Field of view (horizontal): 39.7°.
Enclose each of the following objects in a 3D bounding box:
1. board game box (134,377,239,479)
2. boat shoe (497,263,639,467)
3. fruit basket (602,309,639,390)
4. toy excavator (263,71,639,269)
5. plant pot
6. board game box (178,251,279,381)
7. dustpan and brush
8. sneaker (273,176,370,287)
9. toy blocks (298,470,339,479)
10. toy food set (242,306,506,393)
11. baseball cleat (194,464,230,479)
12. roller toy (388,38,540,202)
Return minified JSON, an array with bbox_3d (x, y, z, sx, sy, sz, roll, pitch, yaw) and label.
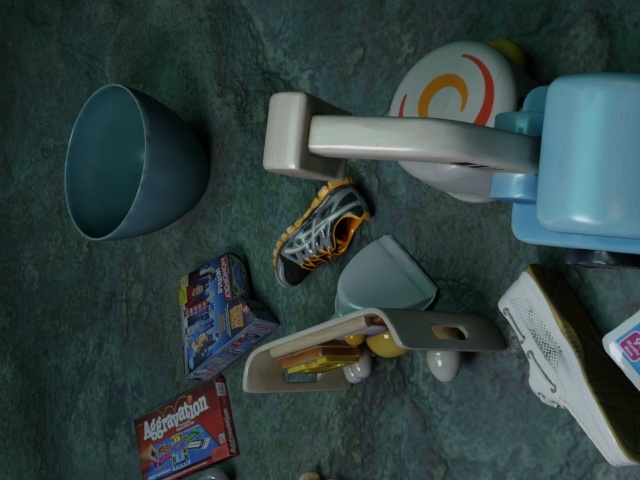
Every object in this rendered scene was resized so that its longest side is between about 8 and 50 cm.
[{"bbox_3d":[-0.260,0.370,1.676,0.281,0.027,0.145,-32,62,40],"label":"board game box"},{"bbox_3d":[0.299,0.160,1.068,0.096,0.098,0.277,-49,44,31],"label":"boat shoe"},{"bbox_3d":[0.488,0.110,0.766,0.327,0.165,0.353,48,119,3],"label":"fruit basket"},{"bbox_3d":[0.226,-0.090,0.917,0.433,0.445,0.222,7,89,46],"label":"toy excavator"},{"bbox_3d":[-0.331,-0.135,1.691,0.290,0.195,0.290,-8,79,46],"label":"plant pot"},{"bbox_3d":[-0.165,0.129,1.575,0.194,0.060,0.194,-26,60,35],"label":"board game box"},{"bbox_3d":[0.051,0.095,1.311,0.147,0.211,0.060,52,163,40],"label":"dustpan and brush"},{"bbox_3d":[0.000,0.000,1.411,0.083,0.084,0.215,51,120,32],"label":"sneaker"},{"bbox_3d":[0.027,0.428,1.347,0.148,0.054,0.123,4,87,46],"label":"toy blocks"},{"bbox_3d":[0.068,0.167,1.215,0.306,0.220,0.092,-25,67,42],"label":"toy food set"},{"bbox_3d":[-0.215,0.495,1.560,0.109,0.072,0.206,-78,12,-59],"label":"baseball cleat"},{"bbox_3d":[0.200,-0.154,1.171,0.191,0.146,0.209,-31,58,30],"label":"roller toy"}]
